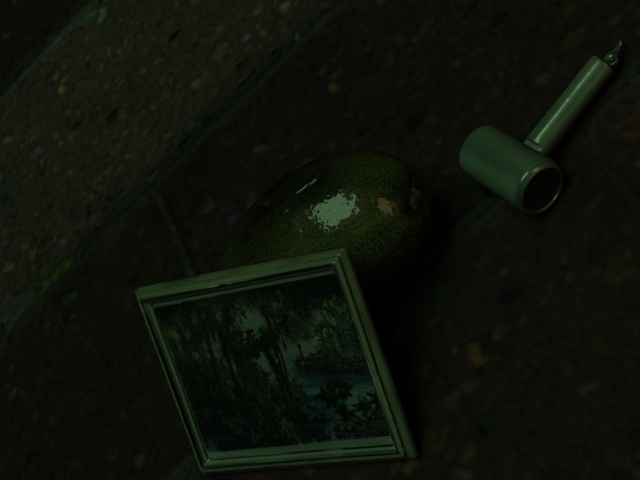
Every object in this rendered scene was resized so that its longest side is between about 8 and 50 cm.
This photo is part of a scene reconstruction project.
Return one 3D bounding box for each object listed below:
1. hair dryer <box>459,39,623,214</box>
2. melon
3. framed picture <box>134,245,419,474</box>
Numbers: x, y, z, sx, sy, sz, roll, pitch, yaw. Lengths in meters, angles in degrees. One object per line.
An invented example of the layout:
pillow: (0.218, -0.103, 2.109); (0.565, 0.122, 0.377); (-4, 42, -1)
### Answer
hair dryer: (0.145, -0.079, 0.823); (0.124, 0.038, 0.063); (-52, 45, 1)
melon: (0.000, 0.000, 0.865); (0.162, 0.099, 0.099); (-27, 54, 33)
framed picture: (-0.034, 0.084, 0.852); (0.183, 0.011, 0.142); (-11, 103, 37)
